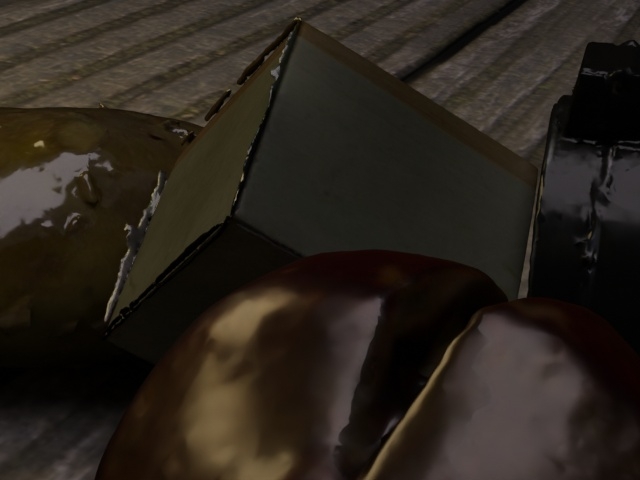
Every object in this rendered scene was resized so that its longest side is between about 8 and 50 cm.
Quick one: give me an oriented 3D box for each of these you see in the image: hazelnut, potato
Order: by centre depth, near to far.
[{"bbox_3d":[0.041,0.125,0.452,0.217,0.217,0.251,-14,42,-41],"label":"hazelnut"},{"bbox_3d":[-0.160,-0.007,0.732,0.296,0.141,0.191,-7,29,-26],"label":"potato"}]

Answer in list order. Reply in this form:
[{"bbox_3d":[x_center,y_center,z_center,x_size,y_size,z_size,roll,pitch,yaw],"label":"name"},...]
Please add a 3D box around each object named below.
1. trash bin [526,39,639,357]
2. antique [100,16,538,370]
[{"bbox_3d":[0.255,0.040,0.641,0.302,0.252,0.203,8,25,12],"label":"trash bin"},{"bbox_3d":[0.000,0.000,0.629,0.152,0.147,0.148,30,54,-18],"label":"antique"}]
